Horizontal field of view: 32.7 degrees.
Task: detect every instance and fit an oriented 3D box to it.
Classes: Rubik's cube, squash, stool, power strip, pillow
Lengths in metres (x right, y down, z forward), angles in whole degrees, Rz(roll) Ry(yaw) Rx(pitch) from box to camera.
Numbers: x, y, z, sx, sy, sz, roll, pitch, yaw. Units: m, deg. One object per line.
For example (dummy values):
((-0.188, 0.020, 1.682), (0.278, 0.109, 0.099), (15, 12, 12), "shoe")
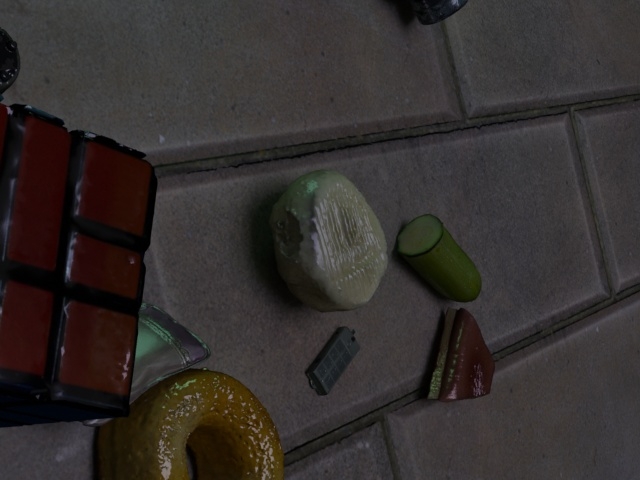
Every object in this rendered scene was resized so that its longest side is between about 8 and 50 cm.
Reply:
((-0.364, 0.028, 1.095), (0.283, 0.289, 0.293), (24, 65, -42), "Rubik's cube")
((0.217, 0.045, 1.906), (0.188, 0.095, 0.095), (48, 49, -37), "squash")
((-0.399, -0.197, 1.239), (0.096, 0.110, 0.096), (16, 67, -42), "stool")
((0.023, 0.182, 1.699), (0.051, 0.019, 0.136), (59, 44, -18), "power strip")
((-0.246, 0.146, 1.344), (0.131, 0.038, 0.233), (39, 36, 20), "pillow")

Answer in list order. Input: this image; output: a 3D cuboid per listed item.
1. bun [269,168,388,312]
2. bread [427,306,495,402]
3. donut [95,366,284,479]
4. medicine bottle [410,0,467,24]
((0.000, 0.000, 1.631), (0.220, 0.134, 0.220), (27, 56, -47), "bun")
((0.245, 0.224, 1.904), (0.119, 0.067, 0.192), (41, 51, -25), "bread")
((-0.155, 0.292, 1.400), (0.278, 0.109, 0.277), (14, 70, -46), "donut")
((0.155, -0.530, 1.931), (0.293, 0.141, 0.141), (57, 45, -22), "medicine bottle")
